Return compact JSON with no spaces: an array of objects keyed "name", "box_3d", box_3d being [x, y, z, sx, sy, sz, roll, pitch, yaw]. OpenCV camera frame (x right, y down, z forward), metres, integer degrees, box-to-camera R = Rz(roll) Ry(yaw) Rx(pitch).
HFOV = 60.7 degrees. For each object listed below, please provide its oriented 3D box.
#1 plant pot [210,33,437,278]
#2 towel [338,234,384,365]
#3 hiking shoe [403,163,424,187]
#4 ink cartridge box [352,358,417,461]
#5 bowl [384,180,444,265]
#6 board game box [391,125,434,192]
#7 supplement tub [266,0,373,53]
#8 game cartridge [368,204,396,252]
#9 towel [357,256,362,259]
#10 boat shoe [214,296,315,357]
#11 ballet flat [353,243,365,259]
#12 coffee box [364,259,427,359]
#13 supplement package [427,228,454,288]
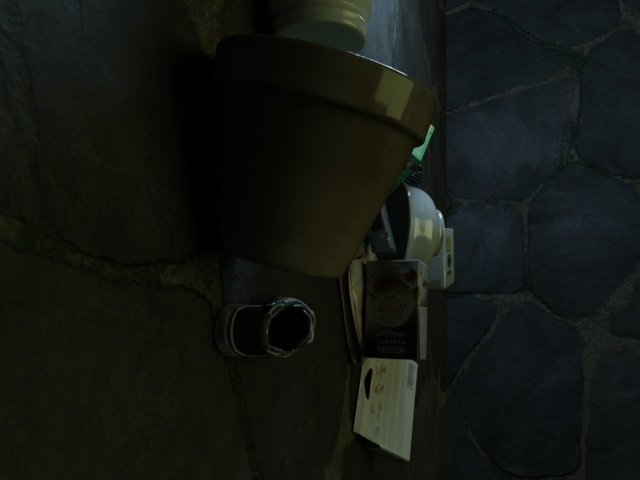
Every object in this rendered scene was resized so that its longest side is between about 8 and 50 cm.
[{"name":"plant pot","box_3d":[-0.022,-0.103,0.801,0.323,0.323,0.280,3,102,-70]},{"name":"towel","box_3d":[0.127,0.121,1.491,0.332,0.053,0.317,-46,131,-61]},{"name":"hiking shoe","box_3d":[0.280,-0.306,1.912,0.132,0.113,0.304,117,-26,-66]},{"name":"ink cartridge box","box_3d":[0.172,0.446,1.569,0.261,0.066,0.296,38,49,-32]},{"name":"bowl","box_3d":[0.279,-0.025,1.617,0.298,0.134,0.298,-176,-90,-82]},{"name":"board game box","box_3d":[0.234,-0.226,1.621,0.046,0.213,0.317,40,33,-4]},{"name":"supplement tub","box_3d":[-0.001,-0.488,0.989,0.191,0.191,0.272,14,76,-69]},{"name":"game cartridge","box_3d":[0.118,-0.139,1.359,0.230,0.068,0.355,34,44,-82]},{"name":"towel","box_3d":[0.061,-0.114,1.293,0.199,0.031,0.275,-89,167,-58]},{"name":"boat shoe","box_3d":[-0.057,0.144,0.914,0.301,0.102,0.108,24,66,-68]},{"name":"ballet flat","box_3d":[0.000,0.000,1.119,0.316,0.107,0.106,43,69,-56]},{"name":"coffee box","box_3d":[0.195,0.178,1.397,0.098,0.141,0.246,27,63,-65]},{"name":"supplement package","box_3d":[0.341,0.058,1.863,0.262,0.198,0.199,-2,91,-70]}]
